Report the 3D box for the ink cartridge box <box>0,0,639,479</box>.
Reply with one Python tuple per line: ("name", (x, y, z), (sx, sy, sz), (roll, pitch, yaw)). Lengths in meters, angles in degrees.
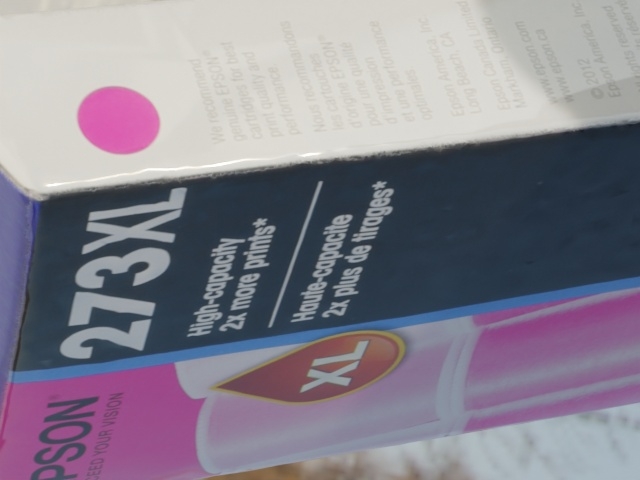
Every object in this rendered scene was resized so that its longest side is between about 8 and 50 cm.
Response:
("ink cartridge box", (0.000, 0.000, 0.576), (0.175, 0.371, 0.069), (111, -32, -54))
